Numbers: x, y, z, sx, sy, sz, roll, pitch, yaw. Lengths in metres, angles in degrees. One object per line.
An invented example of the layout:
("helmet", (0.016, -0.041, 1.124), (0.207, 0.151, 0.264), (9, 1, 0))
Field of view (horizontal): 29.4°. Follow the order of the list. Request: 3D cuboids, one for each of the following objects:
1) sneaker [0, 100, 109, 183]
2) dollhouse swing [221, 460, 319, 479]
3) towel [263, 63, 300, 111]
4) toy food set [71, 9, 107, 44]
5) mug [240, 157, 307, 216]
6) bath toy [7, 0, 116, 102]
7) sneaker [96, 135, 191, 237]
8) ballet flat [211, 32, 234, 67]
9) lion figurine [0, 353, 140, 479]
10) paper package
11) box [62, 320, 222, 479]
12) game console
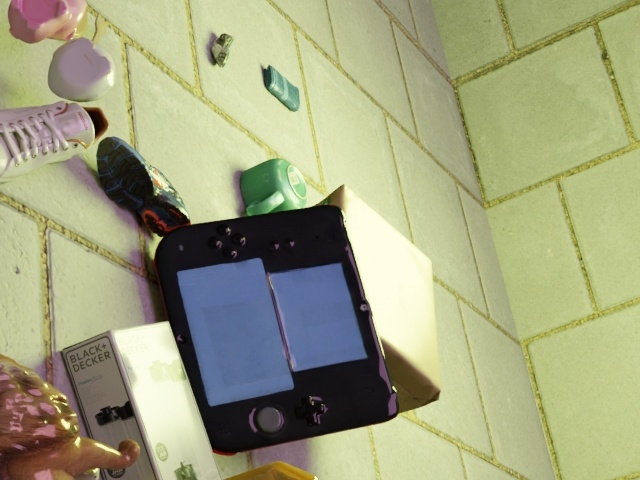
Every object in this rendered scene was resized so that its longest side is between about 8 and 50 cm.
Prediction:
("sneaker", (-0.403, -0.156, 1.736), (0.106, 0.123, 0.290), (67, 23, -5))
("dollhouse swing", (-0.097, 0.505, 1.485), (0.305, 0.346, 0.315), (59, 23, -21))
("towel", (-0.086, -0.344, 2.770), (0.119, 0.029, 0.067), (38, 36, -51))
("toy food set", (-0.432, -0.389, 2.022), (0.192, 0.038, 0.132), (55, 31, -40))
("mug", (-0.085, -0.089, 2.429), (0.129, 0.097, 0.158), (45, 30, -43))
("bath toy", (-0.422, -0.353, 1.833), (0.348, 0.151, 0.129), (57, -22, 2))
("sneaker", (-0.296, -0.093, 2.000), (0.221, 0.083, 0.087), (55, 11, -41))
("ballet flat", (-0.208, -0.398, 2.542), (0.041, 0.041, 0.114), (54, 25, -28))
("lion figurine", (-0.333, 0.328, 1.407), (0.240, 0.142, 0.392), (24, 51, -50))
("paper package", (0.071, 0.116, 2.258), (0.309, 0.168, 0.325), (41, 35, -36))
("box", (-0.245, 0.267, 1.730), (0.169, 0.087, 0.290), (0, 68, -67))
("game console", (-0.075, 0.139, 1.980), (0.060, 0.342, 0.387), (115, -38, -67))
